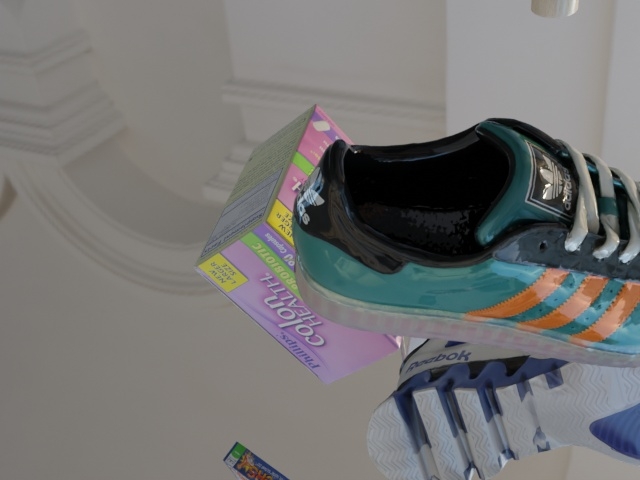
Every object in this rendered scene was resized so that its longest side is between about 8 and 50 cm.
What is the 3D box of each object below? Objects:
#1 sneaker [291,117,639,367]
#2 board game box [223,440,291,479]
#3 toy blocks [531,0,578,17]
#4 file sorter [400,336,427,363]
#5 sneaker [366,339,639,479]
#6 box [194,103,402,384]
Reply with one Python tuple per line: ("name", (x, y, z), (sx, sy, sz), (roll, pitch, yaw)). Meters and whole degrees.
("sneaker", (0.134, -0.002, 0.485), (0.302, 0.121, 0.108), (1, -123, -1))
("board game box", (-0.067, 0.373, 1.275), (0.136, 0.201, 0.035), (31, -110, 18))
("toy blocks", (0.220, -0.394, 0.791), (0.289, 0.260, 0.309), (-29, -137, -25))
("file sorter", (0.253, 0.105, 1.173), (0.278, 0.192, 0.173), (6, -157, -3))
("sneaker", (0.200, 0.110, 0.765), (0.316, 0.127, 0.182), (-10, -158, 13))
("box", (0.000, 0.000, 1.005), (0.117, 0.213, 0.243), (-31, -156, 34))
